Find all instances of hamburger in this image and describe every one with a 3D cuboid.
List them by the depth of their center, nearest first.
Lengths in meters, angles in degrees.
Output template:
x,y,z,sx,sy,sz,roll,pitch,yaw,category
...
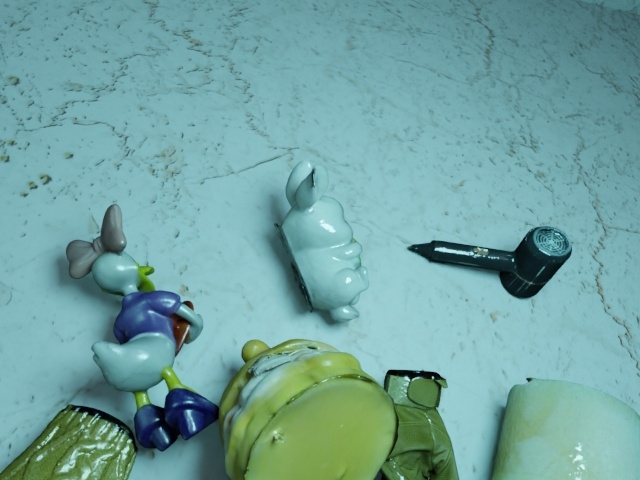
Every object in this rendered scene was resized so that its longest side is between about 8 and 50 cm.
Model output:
x,y,z,sx,sy,sz,roll,pitch,yaw,category
-0.043,0.283,0.715,0.277,0.276,0.237,-17,23,-25,hamburger

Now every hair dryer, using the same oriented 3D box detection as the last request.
x,y,z,sx,sy,sz,roll,pitch,yaw,category
0.393,0.033,1.053,0.353,0.189,0.107,8,55,4,hair dryer

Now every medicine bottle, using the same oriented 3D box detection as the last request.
x,y,z,sx,sy,sz,roll,pitch,yaw,category
0.409,0.474,0.737,0.236,0.235,0.406,29,56,2,medicine bottle

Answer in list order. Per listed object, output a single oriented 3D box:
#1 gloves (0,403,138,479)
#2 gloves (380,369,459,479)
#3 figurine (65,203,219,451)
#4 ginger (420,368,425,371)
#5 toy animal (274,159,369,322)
x,y,z,sx,sy,sz,roll,pitch,yaw,category
-0.401,0.404,0.582,0.203,0.155,0.356,22,59,1,gloves
0.172,0.394,0.757,0.141,0.154,0.330,-9,73,16,gloves
-0.311,0.147,0.736,0.154,0.193,0.420,-36,60,14,figurine
0.198,0.331,0.878,0.058,0.044,0.137,22,52,18,ginger
0.000,0.002,0.906,0.154,0.208,0.324,-21,109,-10,toy animal
